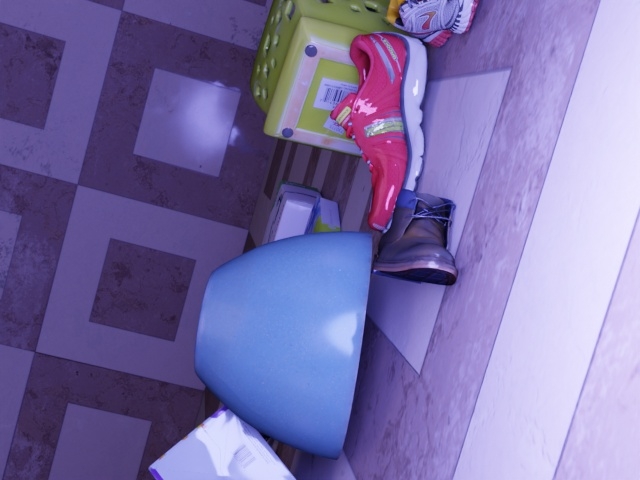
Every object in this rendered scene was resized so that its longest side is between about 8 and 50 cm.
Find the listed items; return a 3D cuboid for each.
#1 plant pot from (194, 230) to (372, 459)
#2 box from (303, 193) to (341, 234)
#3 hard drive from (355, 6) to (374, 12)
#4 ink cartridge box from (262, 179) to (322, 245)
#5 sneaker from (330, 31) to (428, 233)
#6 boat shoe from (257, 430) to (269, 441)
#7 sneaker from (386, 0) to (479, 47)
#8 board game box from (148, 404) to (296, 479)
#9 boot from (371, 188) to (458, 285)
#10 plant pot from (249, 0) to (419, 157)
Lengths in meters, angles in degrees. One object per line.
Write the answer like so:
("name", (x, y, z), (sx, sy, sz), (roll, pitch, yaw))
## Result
("plant pot", (-0.053, 0.118, 1.115), (0.290, 0.195, 0.290), (9, -90, -90))
("box", (0.000, 0.000, 1.597), (0.178, 0.042, 0.109), (-93, 21, -62))
("hard drive", (0.093, -0.485, 1.869), (0.135, 0.022, 0.094), (-109, 35, -74))
("ink cartridge box", (-0.056, -0.023, 1.801), (0.219, 0.093, 0.160), (-113, 38, -75))
("sneaker", (0.069, -0.144, 1.158), (0.107, 0.118, 0.279), (136, 138, -72))
("boat shoe", (-0.114, 0.315, 1.607), (0.092, 0.103, 0.285), (-80, 15, -54))
("sneaker", (0.142, -0.303, 1.099), (0.225, 0.093, 0.088), (158, 127, -77))
("board game box", (-0.133, 0.340, 1.251), (0.142, 0.144, 0.275), (-38, -11, -12))
("boot", (0.101, -0.010, 0.922), (0.219, 0.082, 0.106), (170, 112, -82))
("plant pot", (0.028, -0.259, 1.326), (0.207, 0.228, 0.227), (-97, 24, -52))
